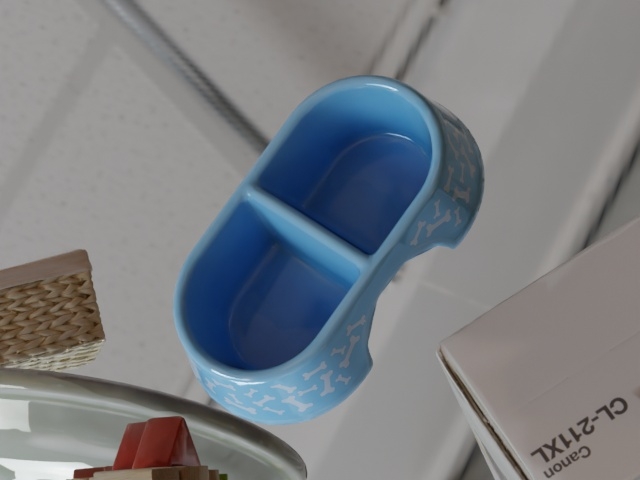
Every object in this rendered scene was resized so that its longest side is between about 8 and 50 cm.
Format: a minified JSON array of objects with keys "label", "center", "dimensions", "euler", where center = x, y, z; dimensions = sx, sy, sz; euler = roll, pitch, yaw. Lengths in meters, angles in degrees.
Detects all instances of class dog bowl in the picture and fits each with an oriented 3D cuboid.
[{"label":"dog bowl","center":[0.000,0.000,1.349],"dimensions":[0.297,0.166,0.074],"euler":[-54,-25,-6]}]

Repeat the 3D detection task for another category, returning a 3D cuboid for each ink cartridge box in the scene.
[{"label":"ink cartridge box","center":[0.122,0.060,0.583],"dimensions":[0.127,0.072,0.175],"euler":[-32,-30,-3]}]

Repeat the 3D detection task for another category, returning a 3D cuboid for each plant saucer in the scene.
[{"label":"plant saucer","center":[-0.215,0.227,1.615],"dimensions":[0.400,0.400,0.100],"euler":[40,-128,-53]}]

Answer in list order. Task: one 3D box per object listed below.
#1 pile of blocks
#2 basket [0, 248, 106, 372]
[{"label":"pile of blocks","center":[-0.076,0.159,0.990],"dimensions":[0.149,0.362,0.112],"euler":[-1,-99,-17]},{"label":"basket","center":[-0.315,0.089,1.829],"dimensions":[0.167,0.103,0.113],"euler":[-15,-14,-21]}]
